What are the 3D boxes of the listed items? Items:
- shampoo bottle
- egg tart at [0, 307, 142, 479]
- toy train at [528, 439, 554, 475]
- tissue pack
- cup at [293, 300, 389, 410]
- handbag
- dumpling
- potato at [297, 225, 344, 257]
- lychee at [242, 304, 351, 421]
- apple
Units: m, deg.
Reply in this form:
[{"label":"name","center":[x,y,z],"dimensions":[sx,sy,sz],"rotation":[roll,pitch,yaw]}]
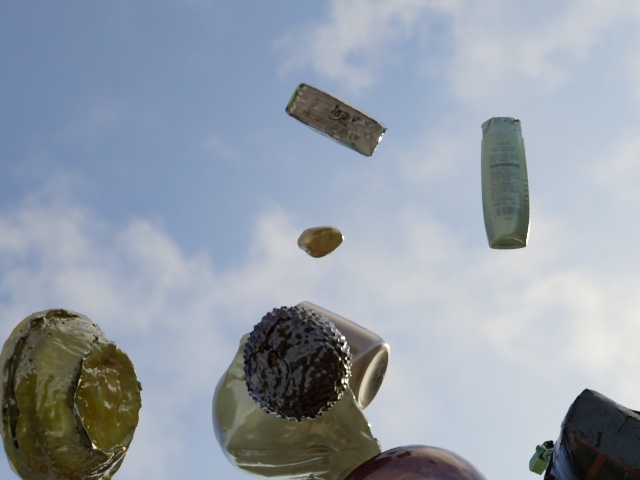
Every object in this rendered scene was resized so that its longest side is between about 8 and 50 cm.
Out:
[{"label":"shampoo bottle","center":[0.278,-0.088,1.860],"dimensions":[0.072,0.212,0.049],"rotation":[-2,-29,10]},{"label":"egg tart","center":[-0.405,0.279,2.112],"dimensions":[0.132,0.345,0.345],"rotation":[-9,-17,26]},{"label":"toy train","center":[0.511,0.482,2.670],"dimensions":[0.050,0.122,0.081],"rotation":[-76,12,-60]},{"label":"tissue pack","center":[0.027,-0.218,2.195],"dimensions":[0.073,0.173,0.235],"rotation":[-63,4,8]},{"label":"cup","center":[0.030,0.262,2.578],"dimensions":[0.191,0.200,0.253],"rotation":[-62,-23,-17]},{"label":"handbag","center":[0.440,0.332,1.802],"dimensions":[0.155,0.215,0.169],"rotation":[-52,-17,-35]},{"label":"dumpling","center":[-0.041,0.338,2.199],"dimensions":[0.233,0.315,0.395],"rotation":[-48,-25,-41]},{"label":"potato","center":[0.000,0.000,2.302],"dimensions":[0.083,0.062,0.068],"rotation":[-29,-1,-5]},{"label":"lychee","center":[-0.034,0.192,1.929],"dimensions":[0.188,0.188,0.188],"rotation":[-28,-30,-17]},{"label":"apple","center":[0.156,0.452,1.839],"dimensions":[0.305,0.306,0.235],"rotation":[-38,-18,0]}]
